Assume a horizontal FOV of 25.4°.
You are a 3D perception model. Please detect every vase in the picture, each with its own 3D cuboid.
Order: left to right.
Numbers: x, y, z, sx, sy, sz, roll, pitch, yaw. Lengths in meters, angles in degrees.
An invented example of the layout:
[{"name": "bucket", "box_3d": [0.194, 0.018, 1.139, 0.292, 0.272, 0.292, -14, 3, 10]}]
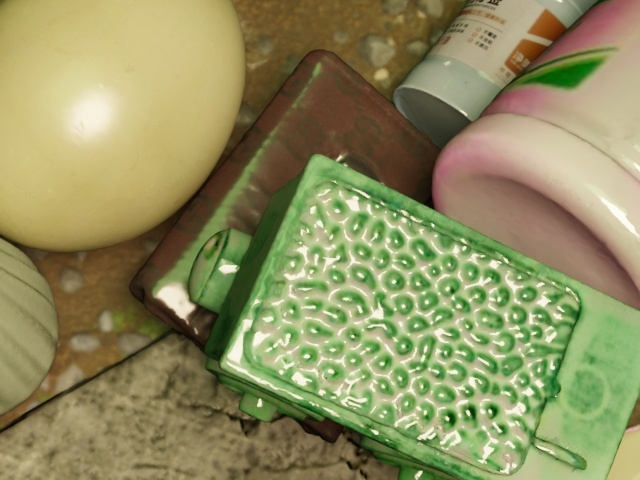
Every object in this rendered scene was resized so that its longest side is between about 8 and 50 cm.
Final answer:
[{"name": "vase", "box_3d": [-0.241, 0.040, 0.901, 0.128, 0.248, 0.128, 0, 73, -1]}]

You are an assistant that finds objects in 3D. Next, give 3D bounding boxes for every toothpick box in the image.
[{"name": "toothpick box", "box_3d": [0.137, -0.135, 1.041, 0.101, 0.101, 0.153, 35, 76, 10]}]

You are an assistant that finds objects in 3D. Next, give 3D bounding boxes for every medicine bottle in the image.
[{"name": "medicine bottle", "box_3d": [0.251, -0.080, 0.950, 0.212, 0.212, 0.325, 42, 69, 12]}]

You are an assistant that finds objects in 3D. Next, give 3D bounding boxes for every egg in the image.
[{"name": "egg", "box_3d": [-0.151, -0.099, 0.981, 0.186, 0.186, 0.241, 33, 58, 9]}]

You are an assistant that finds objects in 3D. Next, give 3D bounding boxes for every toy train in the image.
[{"name": "toy train", "box_3d": [0.049, 0.066, 0.870, 0.266, 0.202, 0.145, 25, 79, -10]}]

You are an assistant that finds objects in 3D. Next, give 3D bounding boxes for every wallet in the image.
[{"name": "wallet", "box_3d": [0.000, 0.000, 0.997, 0.182, 0.049, 0.229, 39, 74, -15]}]

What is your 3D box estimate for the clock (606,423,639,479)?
[{"name": "clock", "box_3d": [0.258, 0.226, 0.880, 0.309, 0.114, 0.284, -8, 48, 8]}]
